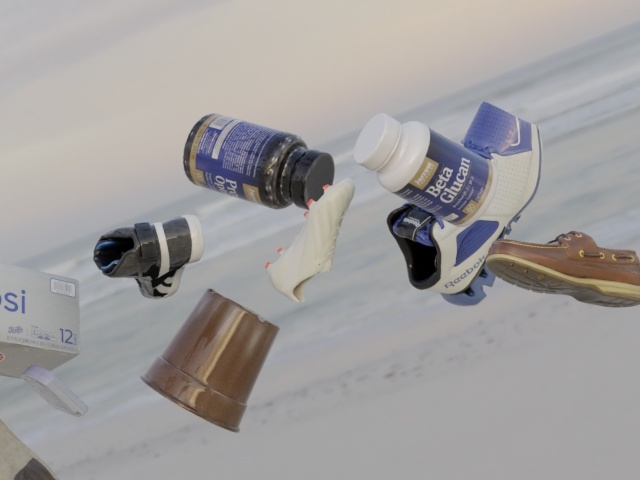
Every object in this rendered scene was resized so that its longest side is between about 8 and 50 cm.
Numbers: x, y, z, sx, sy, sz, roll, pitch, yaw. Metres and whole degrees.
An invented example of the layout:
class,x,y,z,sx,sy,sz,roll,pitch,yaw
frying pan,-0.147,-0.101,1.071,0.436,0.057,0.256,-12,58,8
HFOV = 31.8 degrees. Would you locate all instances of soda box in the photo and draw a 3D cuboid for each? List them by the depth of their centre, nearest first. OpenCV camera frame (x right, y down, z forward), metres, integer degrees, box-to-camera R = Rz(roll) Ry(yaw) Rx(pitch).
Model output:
class,x,y,z,sx,sy,sz,roll,pitch,yaw
soda box,-0.389,0.068,1.133,0.286,0.091,0.098,16,-33,-41

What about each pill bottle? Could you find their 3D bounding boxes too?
class,x,y,z,sx,sy,sz,roll,pitch,yaw
pill bottle,0.130,-0.091,1.403,0.094,0.169,0.094,-48,27,35
pill bottle,-0.094,-0.118,1.751,0.219,0.122,0.123,18,24,26

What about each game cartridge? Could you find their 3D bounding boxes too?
class,x,y,z,sx,sy,sz,roll,pitch,yaw
game cartridge,-0.253,0.141,1.060,0.017,0.056,0.083,-53,24,-20

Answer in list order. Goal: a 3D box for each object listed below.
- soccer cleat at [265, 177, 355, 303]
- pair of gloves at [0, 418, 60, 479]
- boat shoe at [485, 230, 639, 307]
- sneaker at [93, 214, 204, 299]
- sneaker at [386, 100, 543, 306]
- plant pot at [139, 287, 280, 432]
class,x,y,z,sx,sy,sz,roll,pitch,yaw
soccer cleat,0.000,0.000,1.548,0.196,0.076,0.068,-54,-19,24
pair of gloves,-0.335,0.274,1.105,0.042,0.204,0.240,-42,7,22
boat shoe,0.238,0.021,1.093,0.178,0.060,0.064,13,-15,-23
sneaker,-0.235,0.023,1.428,0.121,0.079,0.217,-6,-19,-25
sneaker,0.206,-0.050,1.668,0.182,0.315,0.127,6,15,-46
plant pot,-0.150,0.169,1.638,0.165,0.167,0.167,-60,9,-4
